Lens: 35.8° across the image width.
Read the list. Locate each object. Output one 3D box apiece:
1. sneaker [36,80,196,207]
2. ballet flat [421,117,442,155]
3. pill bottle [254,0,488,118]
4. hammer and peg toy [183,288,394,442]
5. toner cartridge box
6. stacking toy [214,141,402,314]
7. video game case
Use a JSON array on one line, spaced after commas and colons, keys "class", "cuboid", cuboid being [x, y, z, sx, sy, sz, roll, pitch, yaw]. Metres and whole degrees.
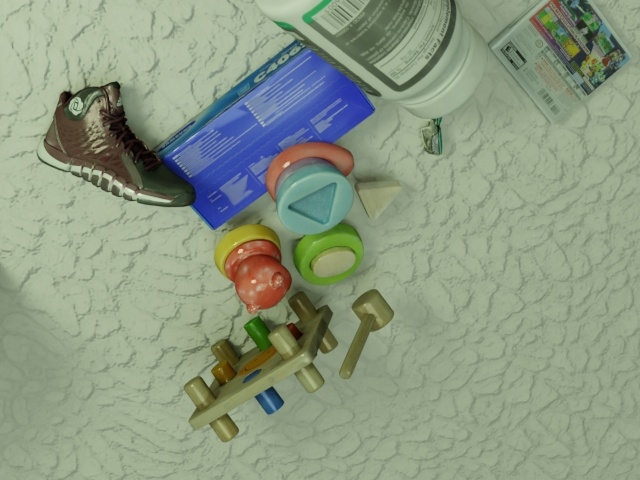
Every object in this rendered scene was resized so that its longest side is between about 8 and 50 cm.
[{"class": "sneaker", "cuboid": [-0.313, -0.162, 1.565, 0.281, 0.106, 0.162, 21, 104, 12]}, {"class": "ballet flat", "cuboid": [0.196, -0.203, 1.738, 0.041, 0.041, 0.114, -5, 117, -10]}, {"class": "pill bottle", "cuboid": [0.087, -0.341, 1.513, 0.204, 0.204, 0.361, -48, 132, 14]}, {"class": "hammer and peg toy", "cuboid": [-0.059, 0.193, 1.740, 0.361, 0.266, 0.127, -32, 98, 16]}, {"class": "toner cartridge box", "cuboid": [-0.097, -0.185, 1.661, 0.348, 0.075, 0.165, -35, 118, 7]}, {"class": "stacking toy", "cuboid": [0.000, 0.000, 1.700, 0.280, 0.130, 0.309, 12, 124, -33]}, {"class": "video game case", "cuboid": [0.420, -0.331, 1.726, 0.183, 0.023, 0.201, -41, 117, 11]}]
